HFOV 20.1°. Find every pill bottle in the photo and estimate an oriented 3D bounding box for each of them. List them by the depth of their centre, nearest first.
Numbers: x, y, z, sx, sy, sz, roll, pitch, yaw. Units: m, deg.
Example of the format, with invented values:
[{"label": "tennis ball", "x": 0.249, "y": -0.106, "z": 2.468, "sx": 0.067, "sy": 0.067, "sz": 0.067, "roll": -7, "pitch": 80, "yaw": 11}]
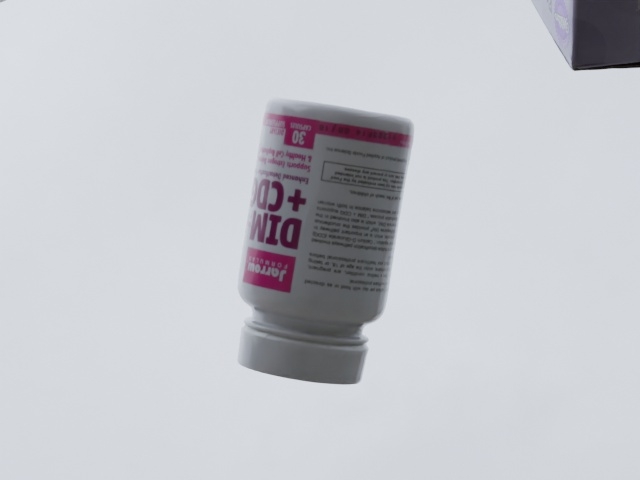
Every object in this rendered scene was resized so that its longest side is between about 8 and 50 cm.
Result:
[{"label": "pill bottle", "x": 0.000, "y": 0.000, "z": 1.897, "sx": 0.160, "sy": 0.160, "sz": 0.283, "roll": 7, "pitch": -87, "yaw": -28}]

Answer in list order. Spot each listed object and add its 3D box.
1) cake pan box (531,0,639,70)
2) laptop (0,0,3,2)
[{"label": "cake pan box", "x": 0.162, "y": -0.270, "z": 1.145, "sx": 0.070, "sy": 0.267, "sz": 0.246, "roll": -8, "pitch": -53, "yaw": -6}, {"label": "laptop", "x": -0.462, "y": -0.301, "z": 1.550, "sx": 0.382, "sy": 0.408, "sz": 0.236, "roll": -4, "pitch": -42, "yaw": -53}]
